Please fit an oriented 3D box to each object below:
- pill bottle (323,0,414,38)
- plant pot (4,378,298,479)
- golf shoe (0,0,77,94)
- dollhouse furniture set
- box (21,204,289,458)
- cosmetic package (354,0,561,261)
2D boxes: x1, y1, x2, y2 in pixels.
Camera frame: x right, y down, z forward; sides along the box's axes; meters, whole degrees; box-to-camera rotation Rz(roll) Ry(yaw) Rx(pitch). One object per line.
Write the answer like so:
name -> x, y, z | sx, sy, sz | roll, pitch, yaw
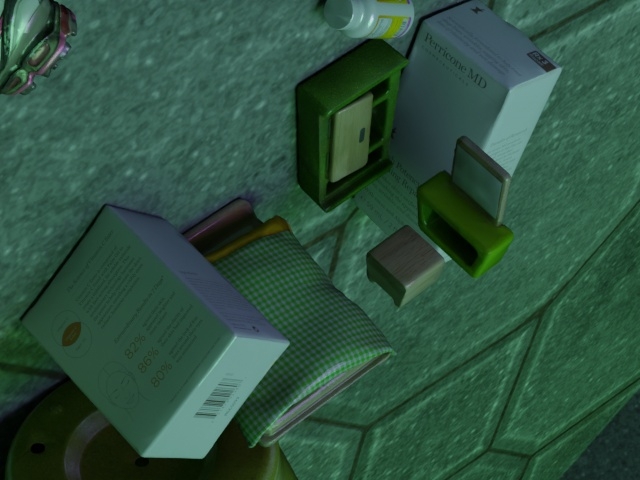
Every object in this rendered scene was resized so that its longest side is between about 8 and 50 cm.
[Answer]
pill bottle -> 0.039, -0.190, 1.439 | 0.083, 0.043, 0.043 | -7, 134, -53
plant pot -> -0.142, 0.306, 1.591 | 0.366, 0.366, 0.353 | -32, 140, -27
golf shoe -> -0.247, -0.101, 1.122 | 0.086, 0.067, 0.186 | 35, 101, -36
dollhouse furniture set -> 0.000, 0.000, 1.480 | 0.301, 0.197, 0.151 | -35, 154, -24
box -> -0.136, 0.075, 1.413 | 0.130, 0.170, 0.091 | -52, 153, 13
cosmetic package -> 0.125, -0.097, 1.625 | 0.085, 0.117, 0.231 | -26, 147, -39
